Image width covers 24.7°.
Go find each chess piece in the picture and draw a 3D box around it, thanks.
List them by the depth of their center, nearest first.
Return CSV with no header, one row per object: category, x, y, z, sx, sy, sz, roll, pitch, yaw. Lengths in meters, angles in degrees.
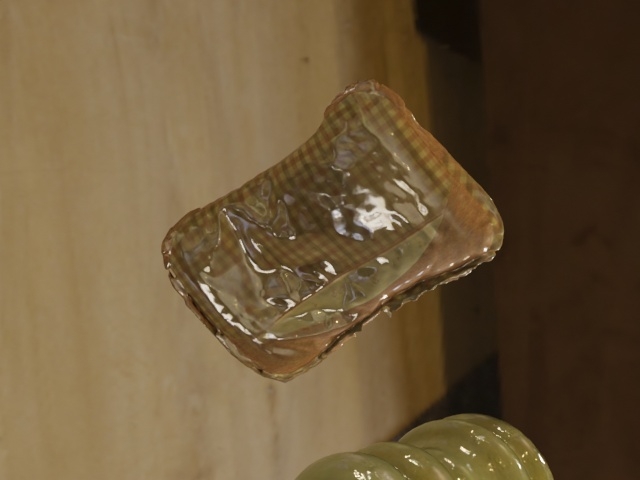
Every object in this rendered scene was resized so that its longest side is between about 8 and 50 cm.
chess piece,0.060,0.201,1.058,0.251,0.144,0.144,8,85,-58

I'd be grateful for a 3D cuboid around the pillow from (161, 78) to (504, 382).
pillow,0.002,0.002,0.902,0.135,0.211,0.034,47,31,-12
